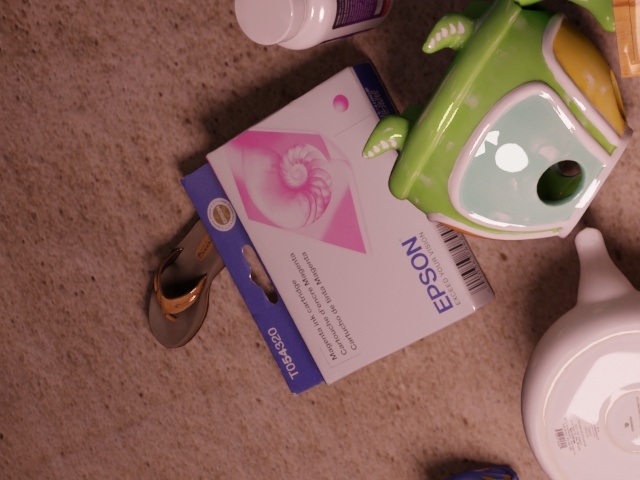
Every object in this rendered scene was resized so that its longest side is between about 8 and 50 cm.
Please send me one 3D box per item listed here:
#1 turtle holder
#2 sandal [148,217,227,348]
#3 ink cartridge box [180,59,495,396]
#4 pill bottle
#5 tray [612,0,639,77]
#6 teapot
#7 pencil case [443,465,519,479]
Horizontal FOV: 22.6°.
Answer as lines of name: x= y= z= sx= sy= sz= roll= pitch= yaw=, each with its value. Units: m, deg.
turtle holder: x=0.217 y=-0.147 z=1.690 sx=0.227 sy=0.243 sz=0.320 roll=33 pitch=85 yaw=6
sandal: x=-0.179 y=0.055 z=2.117 sx=0.090 sy=0.060 sz=0.219 roll=45 pitch=125 yaw=16
ink cartridge box: x=0.000 y=0.000 z=1.949 sx=0.330 sy=0.071 sz=0.324 roll=-30 pitch=87 yaw=31
pill bottle: x=-0.008 y=-0.274 z=1.804 sx=0.108 sy=0.193 sz=0.108 roll=11 pitch=111 yaw=32
tray: x=0.467 y=-0.269 z=1.434 sx=0.411 sy=0.076 sz=0.202 roll=-5 pitch=115 yaw=15
teapot: x=0.331 y=0.163 z=1.720 sx=0.252 sy=0.187 sz=0.256 roll=29 pitch=105 yaw=-6
pencil case: x=0.225 y=0.422 z=1.909 sx=0.133 sy=0.119 sz=0.306 roll=-12 pitch=99 yaw=67
